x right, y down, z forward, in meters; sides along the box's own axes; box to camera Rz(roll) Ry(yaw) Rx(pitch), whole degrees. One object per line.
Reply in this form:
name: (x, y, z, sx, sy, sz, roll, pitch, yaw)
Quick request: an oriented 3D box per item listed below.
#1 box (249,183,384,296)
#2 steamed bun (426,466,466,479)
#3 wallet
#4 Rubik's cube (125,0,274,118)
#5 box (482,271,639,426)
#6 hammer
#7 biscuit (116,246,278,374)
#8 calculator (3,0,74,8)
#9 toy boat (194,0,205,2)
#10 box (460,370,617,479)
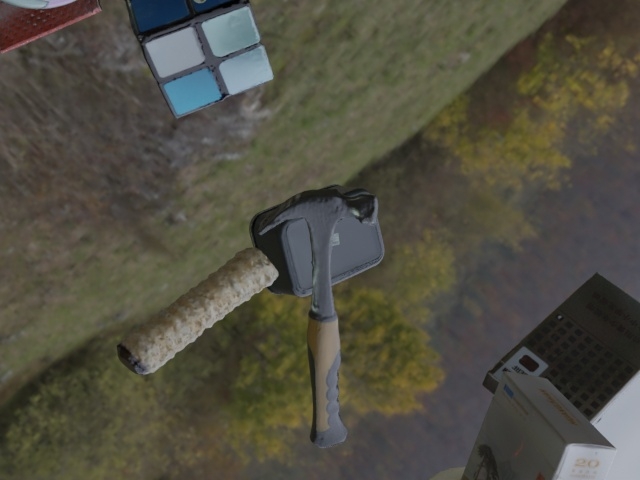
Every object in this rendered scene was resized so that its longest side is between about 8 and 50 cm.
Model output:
box: (0.000, 0.000, 1.700, 0.201, 0.145, 0.090, -21, -164, -31)
steamed bun: (0.262, 0.439, 1.554, 0.164, 0.241, 0.146, -26, 129, -39)
wallet: (-0.477, -0.403, 1.821, 0.196, 0.103, 0.020, -21, 161, 5)
Rubik's cube: (-0.182, -0.319, 1.545, 0.167, 0.183, 0.180, -20, 147, 0)
box: (0.445, 0.198, 1.787, 0.325, 0.180, 0.047, -36, 152, -30)
hammer: (-0.002, 0.057, 0.717, 0.021, 0.078, 0.201, -72, 164, -61)
biscuit: (-0.150, 0.088, 1.289, 0.219, 0.061, 0.055, -39, 167, -21)
calculator: (-0.263, -0.345, 1.074, 0.141, 0.045, 0.246, 6, 129, -50)
toy boat: (-0.151, -0.385, 1.314, 0.089, 0.071, 0.185, -90, 169, -50)
box: (0.210, 0.276, 1.118, 0.149, 0.067, 0.233, -129, -127, -60)
